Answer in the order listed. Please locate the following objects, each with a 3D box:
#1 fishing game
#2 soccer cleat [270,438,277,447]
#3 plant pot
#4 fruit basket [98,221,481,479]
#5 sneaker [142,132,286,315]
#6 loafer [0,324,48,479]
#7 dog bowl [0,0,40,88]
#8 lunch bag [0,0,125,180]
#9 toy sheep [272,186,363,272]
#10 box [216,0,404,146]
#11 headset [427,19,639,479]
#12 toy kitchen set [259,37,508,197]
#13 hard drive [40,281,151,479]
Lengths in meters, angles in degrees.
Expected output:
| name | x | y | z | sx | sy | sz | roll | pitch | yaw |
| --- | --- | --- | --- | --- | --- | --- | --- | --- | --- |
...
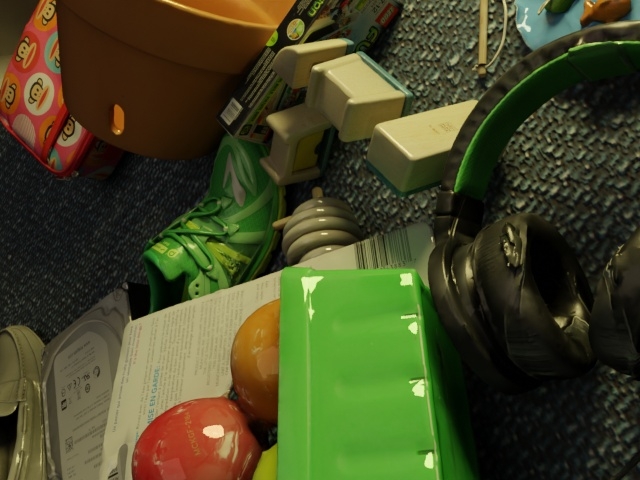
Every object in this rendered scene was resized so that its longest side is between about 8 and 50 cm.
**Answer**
| name | x | y | z | sx | sy | sz | roll | pitch | yaw |
| --- | --- | --- | --- | --- | --- | --- | --- | --- | --- |
| fishing game | 0.227 | -0.230 | 0.552 | 0.264 | 0.041 | 0.189 | -8 | 74 | 50 |
| soccer cleat | -0.030 | 0.327 | 0.626 | 0.121 | 0.093 | 0.288 | 7 | 84 | 41 |
| plant pot | -0.180 | -0.231 | 0.802 | 0.291 | 0.291 | 0.203 | 54 | 132 | 37 |
| fruit basket | -0.045 | 0.172 | 0.574 | 0.353 | 0.165 | 0.326 | -23 | 49 | 26 |
| sneaker | -0.128 | 0.010 | 0.776 | 0.109 | 0.124 | 0.295 | 18 | 91 | 44 |
| loafer | -0.454 | 0.258 | 1.016 | 0.112 | 0.112 | 0.319 | -48 | 52 | 23 |
| dog bowl | -0.475 | -0.373 | 1.058 | 0.102 | 0.349 | 0.348 | 43 | 109 | 26 |
| lunch bag | -0.343 | -0.240 | 1.031 | 0.258 | 0.120 | 0.293 | 41 | 109 | 23 |
| toy sheep | 0.000 | 0.000 | 0.689 | 0.091 | 0.091 | 0.132 | -31 | 55 | 33 |
| box | -0.011 | -0.191 | 0.725 | 0.036 | 0.114 | 0.207 | 49 | 113 | 24 |
| headset | 0.174 | 0.043 | 0.448 | 0.244 | 0.185 | 0.393 | -3 | 80 | 42 |
| toy kitchen set | 0.050 | -0.088 | 0.670 | 0.207 | 0.122 | 0.166 | 50 | 144 | 32 |
| hard drive | -0.277 | 0.254 | 0.891 | 0.237 | 0.064 | 0.338 | -34 | 59 | 32 |
